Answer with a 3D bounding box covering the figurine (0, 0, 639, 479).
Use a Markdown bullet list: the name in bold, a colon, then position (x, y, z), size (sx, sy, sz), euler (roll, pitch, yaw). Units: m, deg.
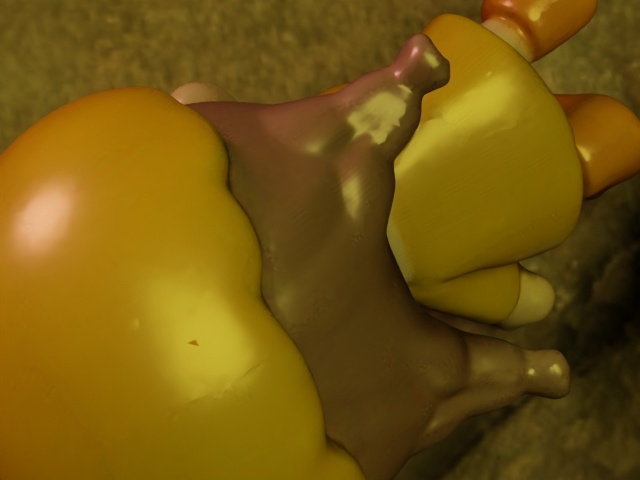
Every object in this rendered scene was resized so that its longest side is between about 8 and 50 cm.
- **figurine**: position (0.000, 0.000, 0.727), size (0.343, 0.187, 0.215), euler (-40, 104, -29)
